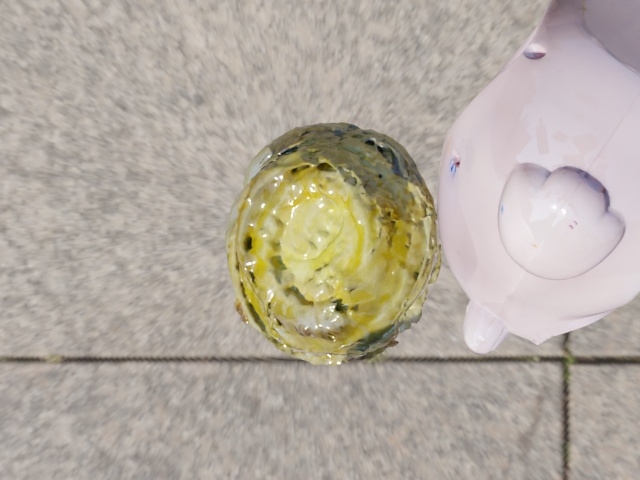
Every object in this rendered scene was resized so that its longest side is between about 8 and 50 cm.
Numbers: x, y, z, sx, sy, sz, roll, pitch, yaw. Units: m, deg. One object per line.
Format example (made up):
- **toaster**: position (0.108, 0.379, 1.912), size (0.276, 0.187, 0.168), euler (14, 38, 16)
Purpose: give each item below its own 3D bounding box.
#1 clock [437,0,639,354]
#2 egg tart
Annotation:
- **clock**: position (0.258, -0.079, 1.437), size (0.250, 0.368, 0.376), euler (35, 134, 7)
- **egg tart**: position (0.000, 0.000, 1.563), size (0.279, 0.095, 0.278), euler (-3, 84, 30)
